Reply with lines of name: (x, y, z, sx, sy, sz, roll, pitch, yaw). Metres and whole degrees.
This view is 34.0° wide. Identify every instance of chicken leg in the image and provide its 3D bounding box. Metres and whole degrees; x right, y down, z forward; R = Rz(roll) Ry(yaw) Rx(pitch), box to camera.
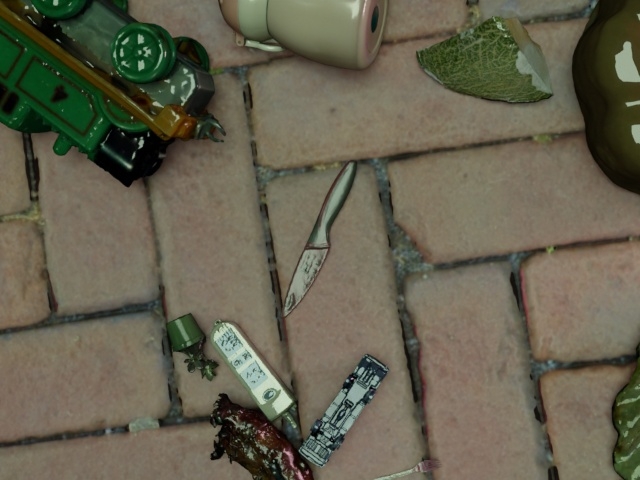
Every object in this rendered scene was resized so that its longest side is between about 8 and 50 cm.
chicken leg: (-0.076, 0.312, 1.455, 0.234, 0.063, 0.105, 46, 120, 4)

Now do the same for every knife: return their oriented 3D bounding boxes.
knife: (0.000, 0.000, 1.496, 0.035, 0.018, 0.247, 23, 91, 3)

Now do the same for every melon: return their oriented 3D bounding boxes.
melon: (0.233, -0.268, 1.447, 0.202, 0.139, 0.093, 13, 65, 9)

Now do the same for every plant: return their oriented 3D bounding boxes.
plant: (-0.181, 0.156, 1.486, 0.051, 0.051, 0.102, -26, 90, 3)

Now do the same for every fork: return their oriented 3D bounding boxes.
fork: (0.114, 0.326, 1.465, 0.115, 0.012, 0.016, -20, 81, 9)

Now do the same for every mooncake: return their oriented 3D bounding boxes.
mooncake: (0.521, -0.217, 1.367, 0.378, 0.201, 0.378, 0, 86, 6)

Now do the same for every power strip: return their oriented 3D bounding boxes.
power strip: (-0.093, 0.189, 1.484, 0.047, 0.030, 0.191, -39, 83, 3)

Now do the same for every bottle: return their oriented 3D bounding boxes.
bottle: (-0.033, -0.328, 1.461, 0.236, 0.147, 0.147, 13, 88, 14)

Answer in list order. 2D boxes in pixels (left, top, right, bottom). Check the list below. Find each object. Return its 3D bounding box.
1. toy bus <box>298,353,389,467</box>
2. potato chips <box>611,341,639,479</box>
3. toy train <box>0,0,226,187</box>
toy bus: (0.034, 0.234, 1.451, 0.047, 0.065, 0.166, 35, 88, 6)
potato chips: (0.572, 0.234, 1.398, 0.429, 0.070, 0.358, -44, 87, 3)
toy train: (-0.327, -0.230, 1.468, 0.429, 0.178, 0.249, 37, 100, 7)
